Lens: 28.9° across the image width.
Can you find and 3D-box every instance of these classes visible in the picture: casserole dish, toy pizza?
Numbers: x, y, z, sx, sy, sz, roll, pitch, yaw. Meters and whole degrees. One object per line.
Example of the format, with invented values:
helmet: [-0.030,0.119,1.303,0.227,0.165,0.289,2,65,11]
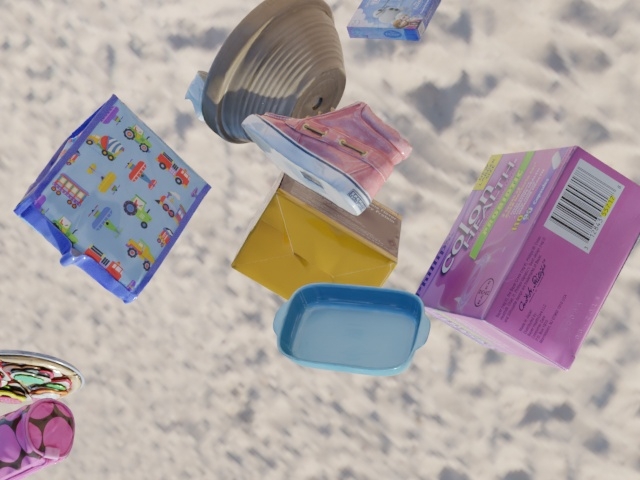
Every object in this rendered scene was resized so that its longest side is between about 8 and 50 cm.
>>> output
casserole dish: [0.038,0.107,1.452,0.188,0.114,0.037,4,143,19]
toy pizza: [-0.465,0.217,1.905,0.201,0.032,0.201,1,153,0]

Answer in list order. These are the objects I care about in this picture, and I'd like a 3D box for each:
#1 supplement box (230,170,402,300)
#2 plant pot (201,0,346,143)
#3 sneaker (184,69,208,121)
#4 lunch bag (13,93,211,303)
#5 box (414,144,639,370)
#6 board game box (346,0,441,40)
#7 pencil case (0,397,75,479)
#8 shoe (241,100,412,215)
supplement box: [0.000,0.000,1.747,0.191,0.129,0.194,30,-159,-6]
plant pot: [-0.042,-0.216,1.699,0.110,0.237,0.237,39,158,21]
sneaker: [-0.172,-0.217,2.108,0.152,0.061,0.053,51,-153,19]
lunch bag: [-0.327,-0.050,1.917,0.221,0.293,0.138,44,124,-15]
box: [0.235,0.015,1.410,0.117,0.213,0.243,31,175,-12]
board game box: [0.088,-0.268,1.440,0.090,0.090,0.020,6,140,28]
pencil case: [-0.428,0.293,1.695,0.209,0.098,0.095,-31,132,31]
shoe: [0.005,-0.092,1.134,0.178,0.081,0.063,35,168,44]
